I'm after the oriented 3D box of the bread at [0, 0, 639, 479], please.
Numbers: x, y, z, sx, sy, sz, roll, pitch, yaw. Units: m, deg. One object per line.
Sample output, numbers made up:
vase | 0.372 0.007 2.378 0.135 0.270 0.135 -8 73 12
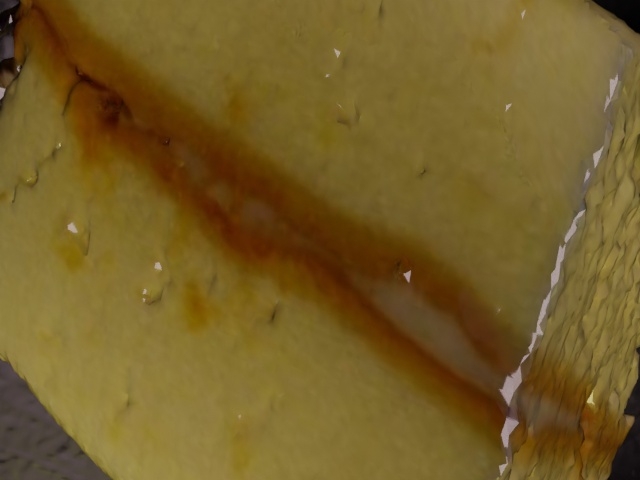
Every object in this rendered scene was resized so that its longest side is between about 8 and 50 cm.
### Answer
bread | 0.000 0.000 0.529 0.404 0.242 0.346 32 94 21
